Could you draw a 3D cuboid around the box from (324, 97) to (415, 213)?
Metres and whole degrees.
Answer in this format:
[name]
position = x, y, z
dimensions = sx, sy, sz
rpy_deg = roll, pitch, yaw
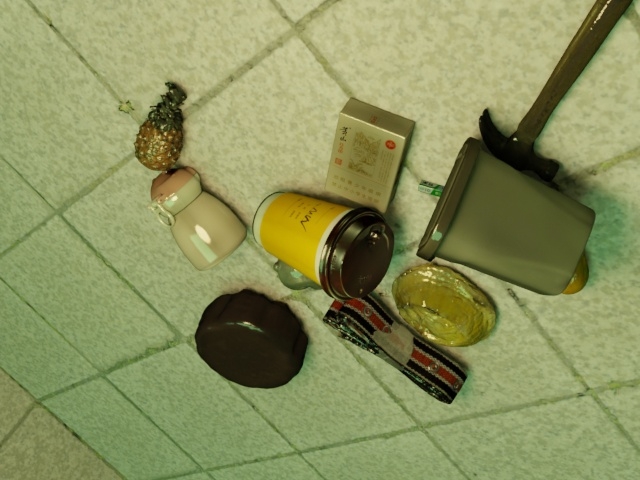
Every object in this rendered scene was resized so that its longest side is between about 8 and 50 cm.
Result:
[box]
position = 0.092, -0.161, 1.559
dimensions = 0.141, 0.058, 0.201
rpy_deg = 22, 138, 12

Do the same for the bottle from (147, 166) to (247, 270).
[bottle]
position = -0.289, -0.061, 1.819
dimensions = 0.147, 0.147, 0.236
rpy_deg = -25, 109, 43

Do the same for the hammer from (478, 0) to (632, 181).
[hammer]
position = 0.400, -0.277, 1.280
dimensions = 0.168, 0.044, 0.440
rpy_deg = 29, 137, 2

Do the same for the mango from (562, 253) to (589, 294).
[mango]
position = 0.471, 0.053, 1.533
dimensions = 0.079, 0.057, 0.114
rpy_deg = 16, 133, 28

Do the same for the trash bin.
[trash bin]
position = 0.322, -0.027, 1.417
dimensions = 0.250, 0.220, 0.219
rpy_deg = 23, 178, -1

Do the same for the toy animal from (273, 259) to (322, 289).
[toy animal]
position = 0.017, 0.067, 1.771
dimensions = 0.236, 0.138, 0.108
rpy_deg = 9, 99, 29

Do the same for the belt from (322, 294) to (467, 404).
[belt]
position = 0.176, 0.244, 1.843
dimensions = 0.359, 0.094, 0.126
rpy_deg = 35, 155, -4

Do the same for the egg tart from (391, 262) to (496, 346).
[egg tart]
position = 0.257, 0.158, 1.737
dimensions = 0.232, 0.098, 0.252
rpy_deg = -3, 131, 37

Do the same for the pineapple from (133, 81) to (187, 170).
[pineapple]
position = -0.329, -0.243, 1.711
dimensions = 0.108, 0.108, 0.198
rpy_deg = 30, 127, 2

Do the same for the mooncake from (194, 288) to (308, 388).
[mooncake]
position = -0.171, 0.246, 2.035
dimensions = 0.283, 0.141, 0.283
rpy_deg = 11, 137, 10

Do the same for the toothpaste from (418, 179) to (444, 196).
[toothpaste]
position = 0.231, -0.096, 1.563
dimensions = 0.083, 0.020, 0.017
rpy_deg = 18, 134, 15

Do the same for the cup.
[cup]
position = 0.000, 0.000, 1.650
dimensions = 0.279, 0.196, 0.196
rpy_deg = 22, 140, 37
